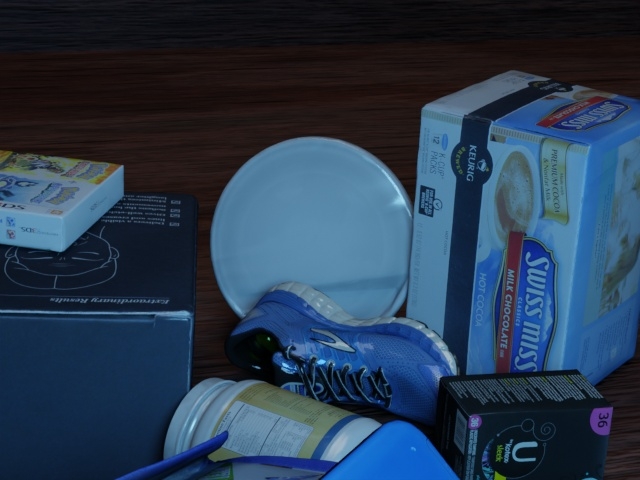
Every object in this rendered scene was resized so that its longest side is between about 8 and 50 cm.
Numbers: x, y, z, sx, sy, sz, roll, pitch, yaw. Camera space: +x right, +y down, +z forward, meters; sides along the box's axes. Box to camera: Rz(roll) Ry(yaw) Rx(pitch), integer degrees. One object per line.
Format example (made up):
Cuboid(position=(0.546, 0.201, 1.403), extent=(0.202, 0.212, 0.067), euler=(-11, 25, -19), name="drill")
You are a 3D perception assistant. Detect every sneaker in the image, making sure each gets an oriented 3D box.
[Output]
Cuboid(position=(0.024, 0.157, 1.820), extent=(0.330, 0.129, 0.147), euler=(16, 37, 38), name="sneaker")

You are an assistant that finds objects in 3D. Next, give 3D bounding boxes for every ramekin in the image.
Cuboid(position=(0.000, 0.000, 2.022), extent=(0.273, 0.273, 0.127), euler=(7, 7, 8), name="ramekin")

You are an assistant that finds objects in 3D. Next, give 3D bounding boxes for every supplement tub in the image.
Cuboid(position=(-0.041, 0.222, 1.558), extent=(0.200, 0.144, 0.144), euler=(16, 23, 30), name="supplement tub")

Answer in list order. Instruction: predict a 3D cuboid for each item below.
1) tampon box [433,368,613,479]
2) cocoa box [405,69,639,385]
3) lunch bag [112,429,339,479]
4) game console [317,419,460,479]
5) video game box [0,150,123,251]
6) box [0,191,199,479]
Cuboid(position=(0.211, 0.212, 1.661), extent=(0.161, 0.120, 0.101), euler=(-2, 20, -14), name="tampon box")
Cuboid(position=(0.264, -0.005, 1.934), extent=(0.228, 0.347, 0.231), euler=(17, 25, 32), name="cocoa box")
Cuboid(position=(-0.120, 0.300, 1.226), extent=(0.385, 0.239, 0.328), euler=(0, 14, 41), name="lunch bag")
Cuboid(position=(0.011, 0.310, 1.060), extent=(0.250, 0.173, 0.293), euler=(52, 44, 3), name="game console")
Cuboid(position=(-0.343, -0.049, 1.778), extent=(0.187, 0.048, 0.205), euler=(9, 21, 9), name="video game box")
Cuboid(position=(-0.287, 0.099, 1.754), extent=(0.293, 0.212, 0.395), euler=(2, 19, -4), name="box")
